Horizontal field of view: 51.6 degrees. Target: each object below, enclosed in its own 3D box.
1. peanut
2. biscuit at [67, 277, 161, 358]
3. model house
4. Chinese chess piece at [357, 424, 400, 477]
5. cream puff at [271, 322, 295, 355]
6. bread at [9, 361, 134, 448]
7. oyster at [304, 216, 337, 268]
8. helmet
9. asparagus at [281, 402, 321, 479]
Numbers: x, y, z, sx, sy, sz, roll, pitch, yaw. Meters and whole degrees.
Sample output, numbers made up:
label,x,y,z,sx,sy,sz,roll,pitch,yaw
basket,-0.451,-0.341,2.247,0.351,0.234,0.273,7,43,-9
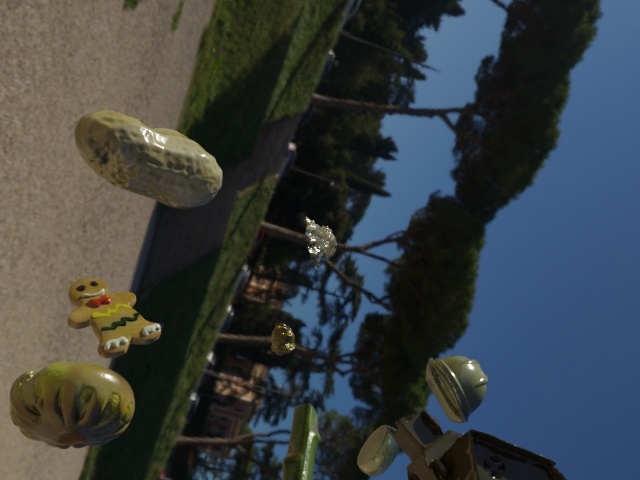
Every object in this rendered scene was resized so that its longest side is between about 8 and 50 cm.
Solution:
label,x,y,z,sx,sy,sz,roll,pitch,yaw
peanut,-0.340,-0.161,1.315,0.152,0.313,0.152,-22,-120,44
biscuit,-0.461,0.154,1.429,0.158,0.240,0.035,-25,142,-42
model house,0.165,0.334,0.839,0.204,0.243,0.211,-25,153,-34
Chinese chess piece,0.161,0.569,1.792,0.144,0.058,0.144,-52,-177,4
cream puff,-0.100,0.267,1.790,0.083,0.058,0.083,-55,-131,51
bread,-0.436,0.300,1.166,0.104,0.214,0.213,-96,-156,-46
oyster,0.000,0.008,1.618,0.209,0.072,0.132,57,24,-77
helmet,0.408,0.410,1.909,0.204,0.137,0.257,61,-8,18
asparagus,-0.039,0.428,1.303,0.277,0.067,0.060,-76,-174,-66
